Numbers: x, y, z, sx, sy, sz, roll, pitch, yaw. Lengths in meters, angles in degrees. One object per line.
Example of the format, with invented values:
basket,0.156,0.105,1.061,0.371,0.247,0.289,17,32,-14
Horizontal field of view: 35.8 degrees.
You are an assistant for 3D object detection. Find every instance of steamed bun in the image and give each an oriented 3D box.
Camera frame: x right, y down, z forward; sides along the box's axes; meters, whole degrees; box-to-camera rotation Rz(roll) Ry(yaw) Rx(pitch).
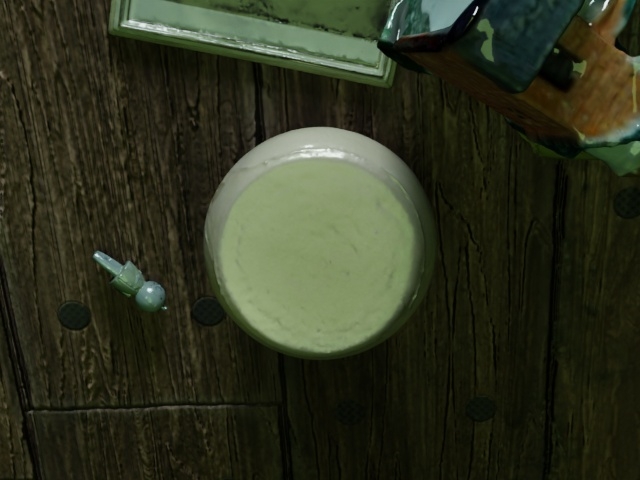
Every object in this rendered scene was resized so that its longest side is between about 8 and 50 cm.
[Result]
steamed bun,0.000,0.000,1.000,0.232,0.145,0.231,0,100,1

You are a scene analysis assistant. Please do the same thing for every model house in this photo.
model house,0.215,-0.163,0.863,0.291,0.253,0.184,35,90,-18

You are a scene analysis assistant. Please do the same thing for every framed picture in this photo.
framed picture,-0.049,-0.279,0.945,0.293,0.018,0.231,10,114,-2

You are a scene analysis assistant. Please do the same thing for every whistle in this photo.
whistle,-0.208,0.045,1.088,0.100,0.035,0.035,40,110,-14

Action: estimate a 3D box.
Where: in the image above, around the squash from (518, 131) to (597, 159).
squash,0.315,-0.124,0.975,0.250,0.083,0.083,-6,114,8
